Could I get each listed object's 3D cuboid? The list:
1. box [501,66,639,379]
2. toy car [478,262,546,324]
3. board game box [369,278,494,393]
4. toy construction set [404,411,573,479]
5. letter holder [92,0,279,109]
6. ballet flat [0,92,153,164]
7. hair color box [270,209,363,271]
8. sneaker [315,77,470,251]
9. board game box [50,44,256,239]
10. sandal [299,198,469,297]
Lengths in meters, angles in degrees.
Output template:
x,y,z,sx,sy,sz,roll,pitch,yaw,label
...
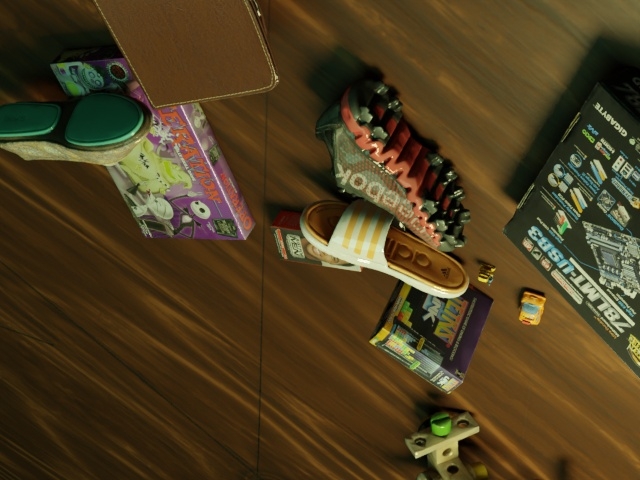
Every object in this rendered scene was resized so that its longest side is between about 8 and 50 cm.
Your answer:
x,y,z,sx,sy,sz,roll,pitch,yaw,label
0.389,-0.005,1.299,0.295,0.073,0.293,50,147,22,box
0.275,0.088,1.580,0.122,0.040,0.060,28,140,2,toy car
0.165,0.117,1.575,0.141,0.170,0.048,33,139,-4,board game box
0.271,0.413,1.809,0.308,0.257,0.237,-2,121,5,toy construction set
-0.160,-0.337,1.322,0.214,0.152,0.302,-4,130,31,letter holder
-0.355,-0.160,1.609,0.316,0.107,0.106,8,155,32,ballet flat
0.000,0.000,1.652,0.141,0.043,0.072,7,134,24,hair color box
0.093,-0.089,1.463,0.135,0.098,0.276,-21,117,43,sneaker
-0.253,-0.144,1.657,0.208,0.056,0.347,-2,130,27,board game box
0.103,-0.006,1.550,0.265,0.102,0.076,22,139,-4,sandal
